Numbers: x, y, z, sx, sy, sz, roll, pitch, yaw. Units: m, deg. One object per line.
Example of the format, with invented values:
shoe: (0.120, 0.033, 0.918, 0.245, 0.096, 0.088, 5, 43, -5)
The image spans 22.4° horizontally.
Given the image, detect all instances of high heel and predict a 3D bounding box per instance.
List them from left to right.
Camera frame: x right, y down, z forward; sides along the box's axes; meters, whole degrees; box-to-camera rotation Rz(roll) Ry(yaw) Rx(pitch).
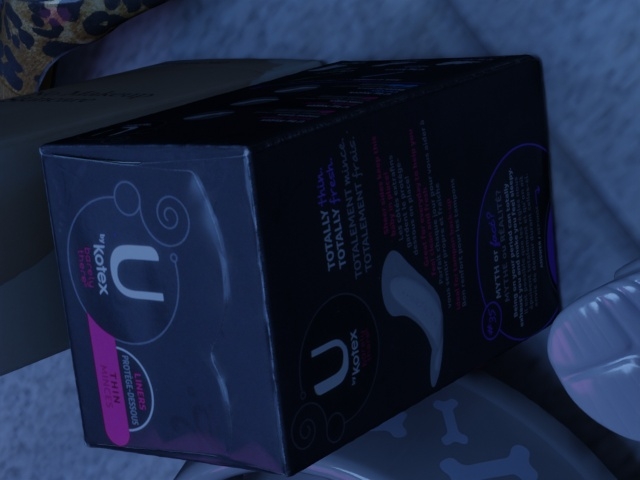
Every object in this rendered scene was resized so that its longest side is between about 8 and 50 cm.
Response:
high heel: (-0.162, -0.113, 1.105, 0.261, 0.093, 0.186, -6, 128, 29)

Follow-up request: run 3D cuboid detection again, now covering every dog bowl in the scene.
dog bowl: (0.042, 0.233, 0.990, 0.349, 0.102, 0.349, 18, 125, 27)

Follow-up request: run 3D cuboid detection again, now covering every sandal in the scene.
sandal: (0.248, 0.023, 0.829, 0.265, 0.076, 0.102, -24, 104, 20)

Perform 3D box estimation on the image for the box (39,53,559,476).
box: (0.000, 0.000, 0.876, 0.143, 0.270, 0.165, 3, 105, 37)

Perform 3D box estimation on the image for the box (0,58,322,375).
box: (-0.138, -0.023, 0.949, 0.148, 0.311, 0.121, 4, 107, 36)
